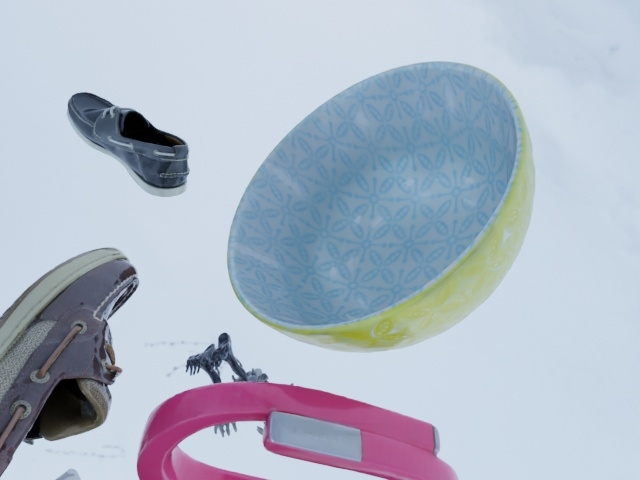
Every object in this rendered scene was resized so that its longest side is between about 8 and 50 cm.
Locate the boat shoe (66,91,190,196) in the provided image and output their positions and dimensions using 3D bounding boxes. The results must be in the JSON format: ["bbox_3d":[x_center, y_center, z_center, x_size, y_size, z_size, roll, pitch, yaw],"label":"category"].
[{"bbox_3d":[-0.262,-0.151,0.853,0.233,0.084,0.079,36,133,24],"label":"boat shoe"}]

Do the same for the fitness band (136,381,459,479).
[{"bbox_3d":[-0.015,0.205,0.557,0.209,0.291,0.054,-49,27,43],"label":"fitness band"}]

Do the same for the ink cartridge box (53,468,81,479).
[{"bbox_3d":[-0.196,0.297,0.550,0.061,0.104,0.181,-31,89,29],"label":"ink cartridge box"}]

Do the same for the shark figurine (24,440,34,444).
[{"bbox_3d":[-0.424,0.206,0.598,0.166,0.278,0.116,5,94,13],"label":"shark figurine"}]

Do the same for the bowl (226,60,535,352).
[{"bbox_3d":[0.072,-0.008,0.584,0.289,0.289,0.156,12,155,45],"label":"bowl"}]

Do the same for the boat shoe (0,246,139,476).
[{"bbox_3d":[-0.237,0.122,0.538,0.123,0.342,0.123,37,115,-4],"label":"boat shoe"}]

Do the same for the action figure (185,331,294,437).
[{"bbox_3d":[-0.127,0.300,1.154,0.164,0.141,0.276,-22,122,34],"label":"action figure"}]
